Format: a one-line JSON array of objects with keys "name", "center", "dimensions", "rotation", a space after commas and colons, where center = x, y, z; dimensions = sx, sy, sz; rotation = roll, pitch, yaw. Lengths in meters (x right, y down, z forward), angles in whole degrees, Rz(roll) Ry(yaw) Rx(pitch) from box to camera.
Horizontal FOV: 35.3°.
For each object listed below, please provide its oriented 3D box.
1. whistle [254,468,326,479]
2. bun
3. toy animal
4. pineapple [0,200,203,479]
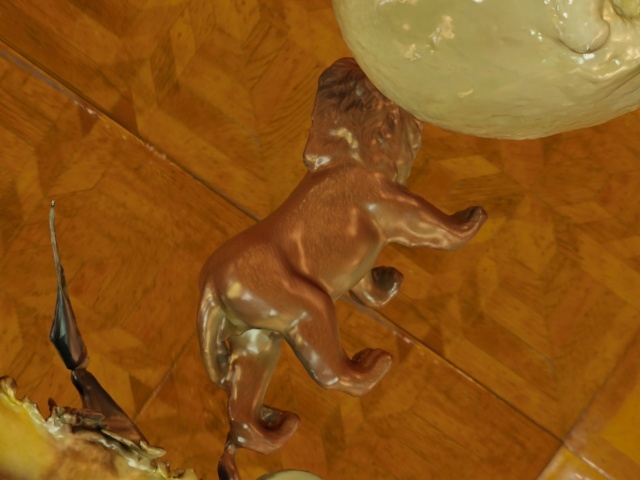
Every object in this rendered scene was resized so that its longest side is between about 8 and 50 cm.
[{"name": "whistle", "center": [-0.076, 0.161, 0.331], "dimensions": [0.236, 0.114, 0.077], "rotation": [-22, 139, -18]}, {"name": "bun", "center": [0.114, -0.130, 0.429], "dimensions": [0.223, 0.127, 0.222], "rotation": [-11, 131, -12]}, {"name": "toy animal", "center": [0.000, 0.000, 0.668], "dimensions": [0.157, 0.097, 0.312], "rotation": [49, 55, -14]}, {"name": "pineapple", "center": [-0.133, 0.171, 0.544], "dimensions": [0.158, 0.161, 0.334], "rotation": [-36, 99, -27]}]
